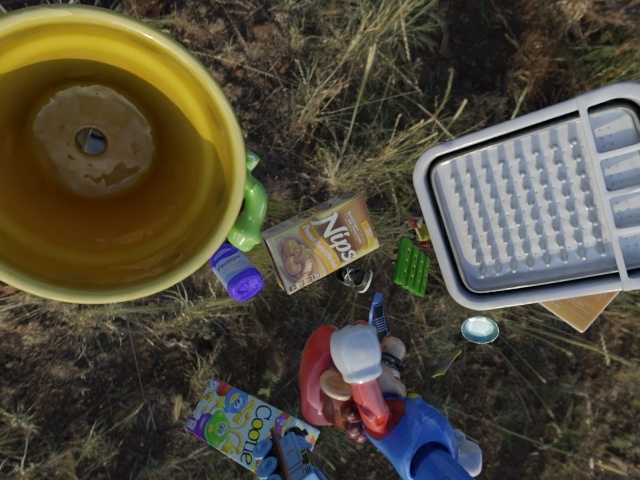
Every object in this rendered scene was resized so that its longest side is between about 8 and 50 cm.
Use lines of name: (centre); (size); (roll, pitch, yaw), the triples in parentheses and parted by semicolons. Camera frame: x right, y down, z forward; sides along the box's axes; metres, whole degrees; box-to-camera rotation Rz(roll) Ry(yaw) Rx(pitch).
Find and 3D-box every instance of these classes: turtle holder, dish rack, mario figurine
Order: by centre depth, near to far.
mario figurine: (0.107, 0.189, 0.485); (0.170, 0.321, 0.197); (-16, 127, -37)
dish rack: (0.334, -0.051, 0.653); (0.072, 0.333, 0.285); (-38, 110, -60)
turtle holder: (-0.261, -0.112, 0.860); (0.227, 0.244, 0.320); (-59, 154, -2)

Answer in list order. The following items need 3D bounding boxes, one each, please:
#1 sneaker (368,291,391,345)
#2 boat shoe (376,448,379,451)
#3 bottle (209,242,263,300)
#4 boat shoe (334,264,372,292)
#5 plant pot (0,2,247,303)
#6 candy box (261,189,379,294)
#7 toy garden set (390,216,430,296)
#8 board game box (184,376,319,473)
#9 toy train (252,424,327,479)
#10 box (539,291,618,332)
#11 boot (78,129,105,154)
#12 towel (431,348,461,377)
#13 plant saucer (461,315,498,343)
sneaker: (0.229, 0.314, 1.634); (0.091, 0.081, 0.232); (10, 95, 12)
boat shoe: (0.205, 0.706, 1.579); (0.049, 0.152, 0.056); (0, 115, -14)
bottle: (-0.300, 0.084, 1.431); (0.118, 0.283, 0.092); (-35, 134, -14)
boat shoe: (0.112, 0.126, 1.475); (0.079, 0.233, 0.083); (21, 85, -15)
plant pot: (-0.238, -0.094, 0.460); (0.254, 0.239, 0.253); (-11, 112, -27)
candy box: (0.000, 0.000, 1.253); (0.317, 0.088, 0.182); (-26, 113, -15)
toy garden set: (0.237, 0.028, 1.120); (0.244, 0.049, 0.203); (31, 69, -60)
board game box: (-0.169, 0.471, 1.064); (0.142, 0.276, 0.144); (-63, 145, -23)
toy train: (-0.054, 0.399, 0.755); (0.105, 0.184, 0.080); (-31, 106, -8)
box: (0.652, 0.021, 1.060); (0.215, 0.168, 0.345); (39, 100, 22)
boot: (-0.569, -0.323, 1.109); (0.082, 0.106, 0.219); (17, 104, -59)
towel: (0.300, 0.291, 1.016); (0.009, 0.060, 0.083); (44, 63, 10)
plant saucer: (0.544, 0.299, 1.463); (0.119, 0.119, 0.021); (52, 31, -16)
